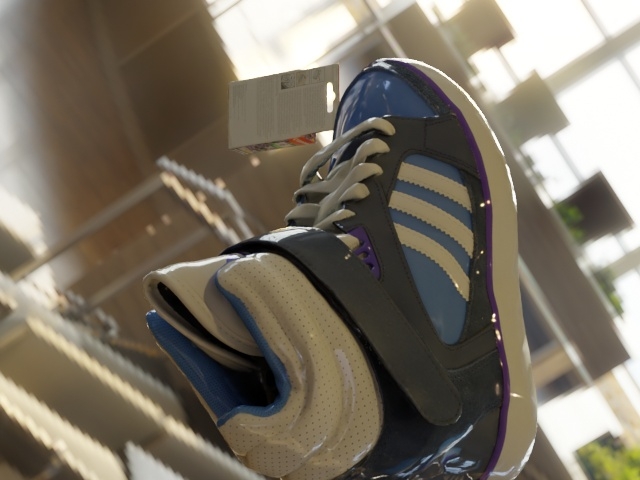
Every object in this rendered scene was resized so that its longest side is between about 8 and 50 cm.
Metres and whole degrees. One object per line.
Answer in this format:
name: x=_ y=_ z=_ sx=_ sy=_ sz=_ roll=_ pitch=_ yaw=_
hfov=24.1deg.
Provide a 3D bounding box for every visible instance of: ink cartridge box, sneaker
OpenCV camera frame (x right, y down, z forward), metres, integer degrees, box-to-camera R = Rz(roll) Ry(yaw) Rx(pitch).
ink cartridge box: x=-0.027 y=-0.114 z=1.308 sx=0.029 sy=0.115 sz=0.063 roll=17 pitch=69 yaw=-58
sneaker: x=0.000 y=0.001 z=0.909 sx=0.236 sy=0.130 sz=0.323 roll=13 pitch=54 yaw=-37
